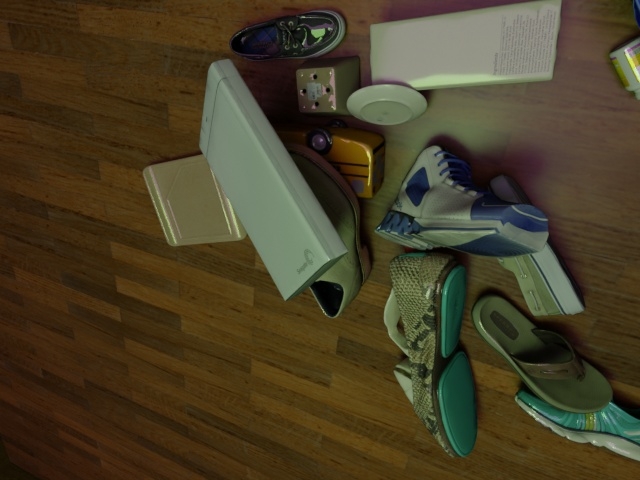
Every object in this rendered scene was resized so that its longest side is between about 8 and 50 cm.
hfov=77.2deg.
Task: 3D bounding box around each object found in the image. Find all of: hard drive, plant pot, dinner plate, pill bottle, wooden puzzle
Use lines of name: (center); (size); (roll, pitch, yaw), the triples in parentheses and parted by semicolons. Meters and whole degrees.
hard drive: (-0.101, -0.084, 0.683); (0.353, 0.047, 0.233); (59, 151, 10)
plant pot: (0.010, -0.283, 0.750); (0.109, 0.096, 0.109); (5, 114, 21)
dinner plate: (0.116, -0.232, 0.710); (0.141, 0.141, 0.017); (3, 81, 22)
pill bottle: (0.469, -0.254, 0.595); (0.043, 0.043, 0.083); (-28, 100, 31)
wooden puzzle: (-0.311, -0.099, 1.009); (0.239, 0.044, 0.221); (-6, 110, 21)

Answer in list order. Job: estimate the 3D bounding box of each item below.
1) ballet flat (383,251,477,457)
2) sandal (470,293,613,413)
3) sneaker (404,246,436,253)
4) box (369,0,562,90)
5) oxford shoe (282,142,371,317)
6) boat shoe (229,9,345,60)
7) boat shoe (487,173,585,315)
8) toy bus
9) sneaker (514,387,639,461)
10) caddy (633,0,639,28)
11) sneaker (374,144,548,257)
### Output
ballet flat: (0.231, 0.239, 0.868); (0.182, 0.164, 0.483); (8, 119, 43)
sandal: (0.428, 0.220, 0.772); (0.303, 0.120, 0.086); (38, 158, 4)
sneaker: (0.236, -0.016, 0.790); (0.175, 0.067, 0.064); (-34, 98, 33)
box: (0.224, -0.306, 0.649); (0.275, 0.094, 0.113); (5, 115, 22)
oxford shoe: (0.000, 0.000, 0.771); (0.140, 0.146, 0.397); (2, 138, 33)
boat shoe: (-0.069, -0.382, 0.751); (0.228, 0.076, 0.080); (5, 115, 22)
boat shoe: (0.371, 0.024, 0.728); (0.094, 0.109, 0.302); (-28, 102, 33)
toy bus: (-0.043, -0.175, 0.816); (0.333, 0.108, 0.130); (9, 118, 20)
sneaker: (0.545, 0.346, 0.818); (0.275, 0.107, 0.110); (12, 97, 13)
caddy: (0.501, -0.379, 0.449); (0.241, 0.179, 0.341); (6, 110, 42)
sneaker: (0.218, -0.079, 0.679); (0.127, 0.315, 0.182); (20, 84, -26)
